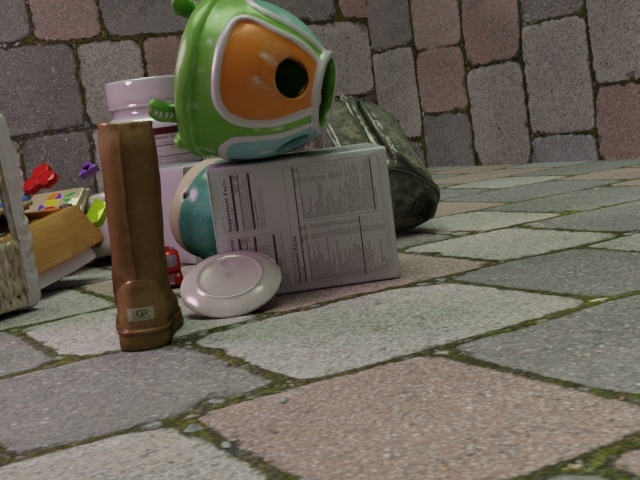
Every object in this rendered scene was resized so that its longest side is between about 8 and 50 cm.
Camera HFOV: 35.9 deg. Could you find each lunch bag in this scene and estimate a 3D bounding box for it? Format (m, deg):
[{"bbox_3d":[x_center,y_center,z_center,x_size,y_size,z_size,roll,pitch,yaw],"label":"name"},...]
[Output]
[{"bbox_3d":[0.084,-0.153,2.018,0.255,0.213,0.305,5,36,-25],"label":"lunch bag"}]

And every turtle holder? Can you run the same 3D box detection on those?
[{"bbox_3d":[-0.096,-0.214,1.450,0.227,0.243,0.320,9,-26,9],"label":"turtle holder"}]

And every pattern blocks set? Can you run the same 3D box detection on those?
[{"bbox_3d":[-0.561,-0.039,2.049,0.285,0.026,0.325,0,50,28],"label":"pattern blocks set"}]

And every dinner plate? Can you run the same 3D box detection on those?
[{"bbox_3d":[-0.124,0.053,1.356,0.141,0.017,0.141,-5,36,4],"label":"dinner plate"}]

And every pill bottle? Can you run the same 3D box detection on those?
[{"bbox_3d":[-0.389,-0.184,2.340,0.224,0.393,0.224,-7,6,1],"label":"pill bottle"}]

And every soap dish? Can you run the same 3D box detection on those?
[{"bbox_3d":[-0.568,0.026,1.797,0.228,0.118,0.291,-7,14,21],"label":"soap dish"}]

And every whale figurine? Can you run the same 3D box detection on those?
[{"bbox_3d":[-0.133,-0.034,1.721,0.141,0.216,0.272,21,-3,39],"label":"whale figurine"}]

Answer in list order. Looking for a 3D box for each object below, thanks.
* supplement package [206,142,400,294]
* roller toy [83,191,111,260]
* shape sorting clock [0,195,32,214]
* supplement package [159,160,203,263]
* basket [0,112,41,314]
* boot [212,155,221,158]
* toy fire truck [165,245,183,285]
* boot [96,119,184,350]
[{"bbox_3d":[-0.032,-0.036,1.519,0.262,0.198,0.199,-8,8,-5],"label":"supplement package"},{"bbox_3d":[-0.440,-0.031,2.154,0.191,0.146,0.209,-16,-1,-5],"label":"roller toy"},{"bbox_3d":[-0.635,-0.050,1.824,0.206,0.040,0.206,-4,11,1],"label":"shape sorting clock"},{"bbox_3d":[-0.270,-0.060,2.012,0.203,0.194,0.149,0,11,45],"label":"supplement package"},{"bbox_3d":[-0.657,-0.014,1.521,0.331,0.329,0.266,-4,11,20],"label":"basket"},{"bbox_3d":[-0.215,-0.146,2.441,0.095,0.258,0.123,11,6,9],"label":"boot"},{"bbox_3d":[-0.282,0.007,1.707,0.047,0.135,0.192,-9,7,-18],"label":"toy fire truck"},{"bbox_3d":[-0.228,-0.016,1.250,0.089,0.270,0.236,-7,7,-12],"label":"boot"}]
